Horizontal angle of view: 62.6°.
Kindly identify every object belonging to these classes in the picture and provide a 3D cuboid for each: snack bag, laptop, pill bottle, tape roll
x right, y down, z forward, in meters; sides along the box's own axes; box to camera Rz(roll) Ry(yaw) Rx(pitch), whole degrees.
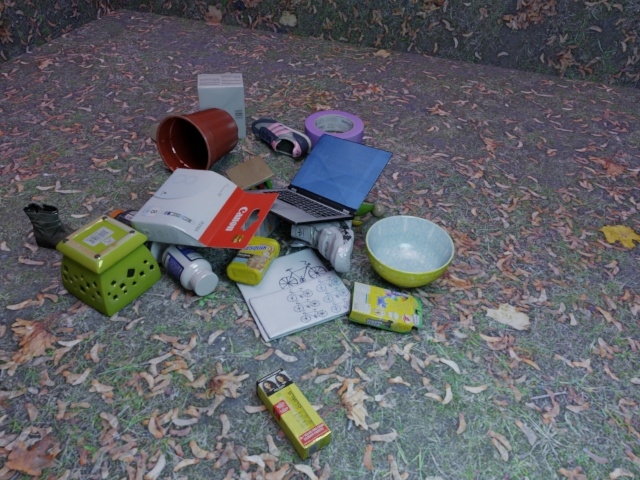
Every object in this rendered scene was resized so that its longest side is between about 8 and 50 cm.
[{"bbox_3d":[-0.090,0.154,1.706,0.322,0.037,0.343,-16,43,-21],"label":"snack bag"},{"bbox_3d":[-0.034,-0.232,1.856,0.407,0.237,0.381,-8,24,-41],"label":"laptop"},{"bbox_3d":[-0.620,-0.026,1.813,0.245,0.131,0.130,23,44,23],"label":"pill bottle"},{"bbox_3d":[0.063,-0.507,2.463,0.274,0.090,0.275,2,39,-2],"label":"tape roll"},{"bbox_3d":[-0.418,0.093,1.698,0.112,0.112,0.186,-28,49,-32],"label":"pill bottle"}]

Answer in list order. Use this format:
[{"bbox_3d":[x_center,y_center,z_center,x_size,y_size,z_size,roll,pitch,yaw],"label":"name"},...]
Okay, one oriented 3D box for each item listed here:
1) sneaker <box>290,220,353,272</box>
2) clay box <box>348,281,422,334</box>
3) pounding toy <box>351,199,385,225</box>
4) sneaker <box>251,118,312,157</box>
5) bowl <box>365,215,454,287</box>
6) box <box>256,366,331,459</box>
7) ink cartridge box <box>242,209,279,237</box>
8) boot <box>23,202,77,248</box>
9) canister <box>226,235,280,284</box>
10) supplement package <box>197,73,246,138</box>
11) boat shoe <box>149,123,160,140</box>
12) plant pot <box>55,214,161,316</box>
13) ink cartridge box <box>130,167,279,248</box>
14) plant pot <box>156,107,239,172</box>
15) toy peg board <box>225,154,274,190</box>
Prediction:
[{"bbox_3d":[0.000,0.000,1.777,0.210,0.138,0.366,5,22,-1],"label":"sneaker"},{"bbox_3d":[0.201,0.211,1.624,0.221,0.053,0.128,15,40,-4],"label":"clay box"},{"bbox_3d":[0.120,-0.107,1.998,0.182,0.110,0.236,20,11,35],"label":"pounding toy"},{"bbox_3d":[-0.201,-0.462,2.374,0.318,0.112,0.131,22,41,23],"label":"sneaker"},{"bbox_3d":[0.286,0.064,1.743,0.289,0.156,0.290,1,40,-1],"label":"bowl"},{"bbox_3d":[-0.073,0.438,1.350,0.087,0.058,0.232,-21,46,-27],"label":"box"},{"bbox_3d":[-0.219,-0.060,1.898,0.061,0.105,0.181,19,43,21],"label":"ink cartridge box"},{"bbox_3d":[-0.883,-0.041,1.789,0.246,0.161,0.084,9,41,7],"label":"boot"},{"bbox_3d":[-0.221,0.064,1.735,0.126,0.074,0.170,9,37,14],"label":"canister"},{"bbox_3d":[-0.451,-0.614,2.421,0.203,0.262,0.145,-5,41,-10],"label":"supplement package"},{"bbox_3d":[-0.687,-0.475,2.404,0.232,0.084,0.079,18,4,27],"label":"boat shoe"},{"bbox_3d":[-0.668,0.061,1.648,0.227,0.207,0.228,24,45,23],"label":"plant pot"},{"bbox_3d":[-0.368,-0.111,1.713,0.384,0.091,0.308,5,40,18],"label":"ink cartridge box"},{"bbox_3d":[-0.498,-0.430,2.220,0.272,0.273,0.265,19,35,19],"label":"plant pot"},{"bbox_3d":[-0.281,-0.250,2.160,0.160,0.079,0.161,-27,46,-10],"label":"toy peg board"}]
